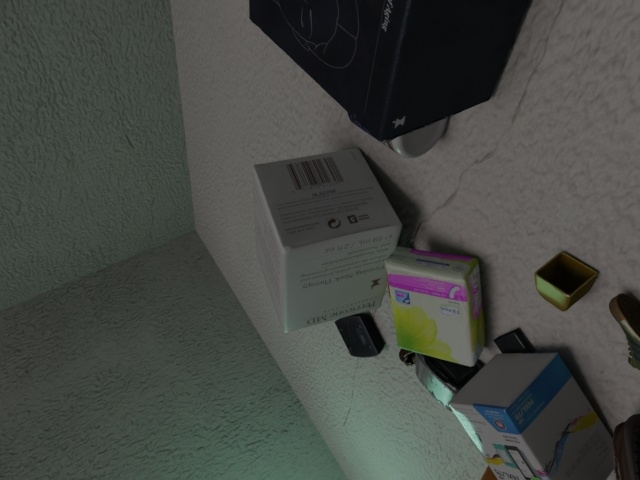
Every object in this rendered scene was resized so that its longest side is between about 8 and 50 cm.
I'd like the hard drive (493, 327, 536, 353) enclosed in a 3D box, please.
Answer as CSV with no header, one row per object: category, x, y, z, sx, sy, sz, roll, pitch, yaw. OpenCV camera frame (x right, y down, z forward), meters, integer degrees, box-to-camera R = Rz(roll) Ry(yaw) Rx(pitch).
hard drive,0.483,0.283,1.243,0.135,0.022,0.094,58,156,14

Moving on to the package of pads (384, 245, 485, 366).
package of pads,0.302,0.170,1.334,0.229,0.101,0.297,9,126,35

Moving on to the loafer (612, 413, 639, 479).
loafer,0.604,0.516,0.975,0.130,0.133,0.366,146,123,-69

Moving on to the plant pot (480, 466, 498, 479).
plant pot,0.510,0.703,1.322,0.203,0.291,0.291,22,135,35

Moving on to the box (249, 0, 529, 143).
box,0.108,-0.521,0.890,0.472,0.297,0.480,52,153,29

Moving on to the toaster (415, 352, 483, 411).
toaster,0.364,0.377,1.460,0.227,0.129,0.146,44,153,35

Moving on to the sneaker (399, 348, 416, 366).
sneaker,0.287,0.374,1.679,0.066,0.071,0.188,60,156,10

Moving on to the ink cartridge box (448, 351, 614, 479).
ink cartridge box,0.470,0.416,1.145,0.270,0.197,0.198,56,155,-1

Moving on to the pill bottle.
pill bottle,0.150,-0.311,1.190,0.264,0.153,0.153,44,149,39

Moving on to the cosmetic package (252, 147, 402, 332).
cosmetic package,0.000,0.000,1.512,0.394,0.329,0.327,95,157,-50

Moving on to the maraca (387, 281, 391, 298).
maraca,0.248,0.117,1.480,0.127,0.099,0.186,36,132,46

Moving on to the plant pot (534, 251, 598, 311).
plant pot,0.473,0.089,1.010,0.081,0.081,0.083,42,160,41

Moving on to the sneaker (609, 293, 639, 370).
sneaker,0.570,0.192,0.918,0.192,0.064,0.086,53,149,19

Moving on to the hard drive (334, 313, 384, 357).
hard drive,0.149,0.360,1.976,0.172,0.054,0.254,64,156,3
